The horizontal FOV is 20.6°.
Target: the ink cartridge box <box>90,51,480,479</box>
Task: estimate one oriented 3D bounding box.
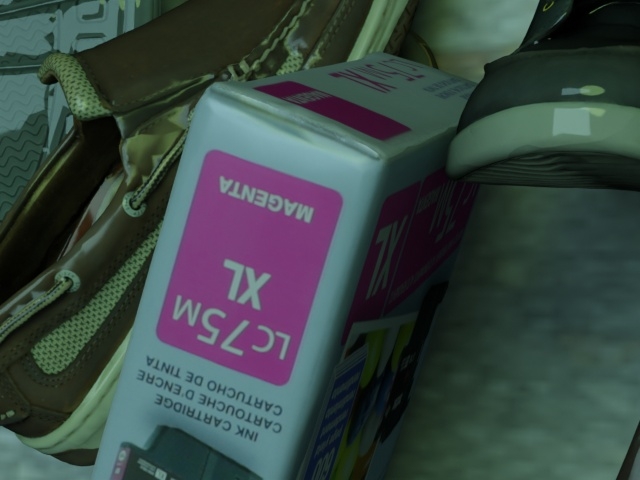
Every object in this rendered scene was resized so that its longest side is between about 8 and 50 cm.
[{"bbox_3d":[-0.026,0.098,0.566,0.065,0.186,0.311,22,105,12],"label":"ink cartridge box"}]

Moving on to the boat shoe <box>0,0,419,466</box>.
[{"bbox_3d":[-0.056,-0.042,0.645,0.257,0.095,0.095,-59,32,-4],"label":"boat shoe"}]

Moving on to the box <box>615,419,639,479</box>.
[{"bbox_3d":[0.195,-0.025,0.476,0.143,0.191,0.381,21,91,17],"label":"box"}]

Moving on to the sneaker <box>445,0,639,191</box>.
[{"bbox_3d":[0.089,-0.074,0.527,0.083,0.222,0.118,5,95,15],"label":"sneaker"}]

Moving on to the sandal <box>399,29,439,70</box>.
[{"bbox_3d":[0.000,0.000,0.672,0.072,0.049,0.180,10,86,30],"label":"sandal"}]

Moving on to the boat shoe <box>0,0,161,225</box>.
[{"bbox_3d":[-0.126,-0.151,0.750,0.118,0.103,0.320,-13,81,8],"label":"boat shoe"}]
